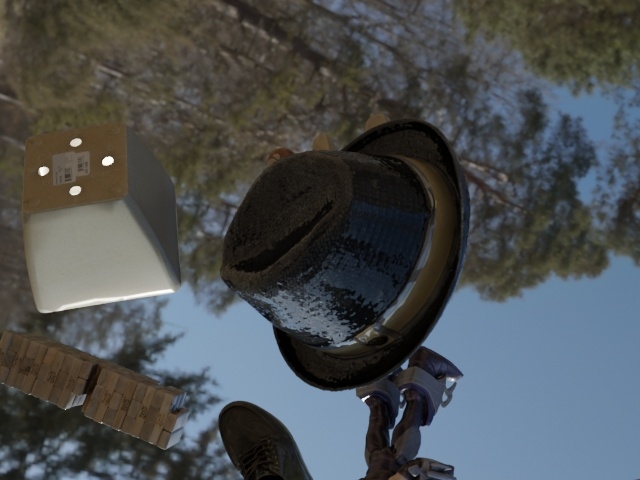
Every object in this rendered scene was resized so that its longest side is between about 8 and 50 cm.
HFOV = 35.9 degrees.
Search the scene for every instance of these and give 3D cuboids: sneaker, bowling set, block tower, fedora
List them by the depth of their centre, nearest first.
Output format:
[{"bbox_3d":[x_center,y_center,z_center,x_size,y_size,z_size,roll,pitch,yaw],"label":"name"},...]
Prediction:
[{"bbox_3d":[0.000,0.000,1.058,0.334,0.153,0.334,-29,-127,46],"label":"fedora"},{"bbox_3d":[-0.075,0.285,1.286,0.083,0.118,0.222,-42,-120,-1],"label":"sneaker"},{"bbox_3d":[0.011,-0.074,1.656,0.287,0.200,0.154,107,-23,-48],"label":"bowling set"},{"bbox_3d":[-0.391,0.251,1.696,0.097,0.336,0.091,37,73,-83],"label":"block tower"}]

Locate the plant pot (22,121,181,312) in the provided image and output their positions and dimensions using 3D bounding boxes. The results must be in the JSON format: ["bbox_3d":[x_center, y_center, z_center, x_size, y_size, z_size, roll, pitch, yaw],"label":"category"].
[{"bbox_3d":[-0.167,-0.024,0.727,0.096,0.109,0.109,84,-3,-53],"label":"plant pot"}]

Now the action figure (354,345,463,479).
[{"bbox_3d":[0.084,0.259,1.172,0.185,0.099,0.285,-21,-144,39],"label":"action figure"}]

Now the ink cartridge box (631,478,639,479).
[{"bbox_3d":[0.420,0.569,1.550,0.071,0.324,0.330,48,29,-85],"label":"ink cartridge box"}]
